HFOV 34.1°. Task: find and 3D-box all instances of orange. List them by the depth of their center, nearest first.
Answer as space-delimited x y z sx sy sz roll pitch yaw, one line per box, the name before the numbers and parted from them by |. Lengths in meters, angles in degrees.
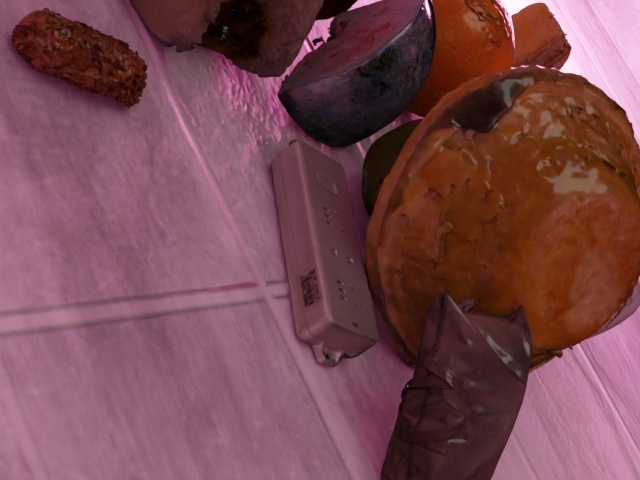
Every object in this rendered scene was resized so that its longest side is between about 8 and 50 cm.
orange | 0.202 -0.321 1.749 0.246 0.246 0.246 36 35 -30

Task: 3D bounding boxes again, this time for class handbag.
handbag | 0.150 0.193 1.189 0.182 0.117 0.270 15 91 -46

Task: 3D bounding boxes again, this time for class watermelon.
watermelon | 0.095 -0.244 1.528 0.175 0.188 0.322 61 41 -29

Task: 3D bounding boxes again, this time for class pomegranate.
pomegranate | 0.144 -0.094 1.497 0.181 0.181 0.224 44 17 -19

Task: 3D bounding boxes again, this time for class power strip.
power strip | 0.000 0.000 1.298 0.098 0.058 0.338 26 40 -39

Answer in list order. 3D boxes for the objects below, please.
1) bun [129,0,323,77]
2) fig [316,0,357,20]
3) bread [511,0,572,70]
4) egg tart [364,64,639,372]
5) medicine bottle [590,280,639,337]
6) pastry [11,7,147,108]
bun | -0.108 -0.363 1.362 0.281 0.205 0.281 36 33 -28
fig | -0.009 -0.456 1.595 0.224 0.224 0.263 52 23 -6
bread | 0.426 -0.394 2.178 0.102 0.196 0.138 27 35 -45
egg tart | 0.268 0.005 1.333 0.443 0.443 0.178 32 3 -34
medicine bottle | 0.337 -0.046 1.586 0.371 0.211 0.211 68 27 -13
pastry | -0.250 -0.201 1.136 0.169 0.063 0.087 15 46 -47
